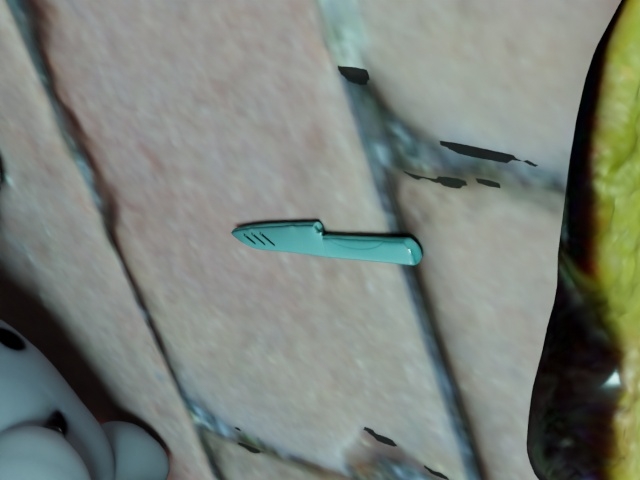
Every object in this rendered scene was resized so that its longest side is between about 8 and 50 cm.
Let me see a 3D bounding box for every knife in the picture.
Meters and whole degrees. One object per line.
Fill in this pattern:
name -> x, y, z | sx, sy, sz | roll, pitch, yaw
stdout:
knife -> 0.000, 0.000, 0.578 | 0.091, 0.005, 0.014 | 4, 130, 49

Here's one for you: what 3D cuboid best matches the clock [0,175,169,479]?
clock -> -0.193, 0.046, 0.699 | 0.189, 0.189, 0.254 | 15, 137, 41

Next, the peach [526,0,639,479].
peach -> 0.131, -0.031, 0.292 | 0.279, 0.068, 0.189 | -55, 41, 39
